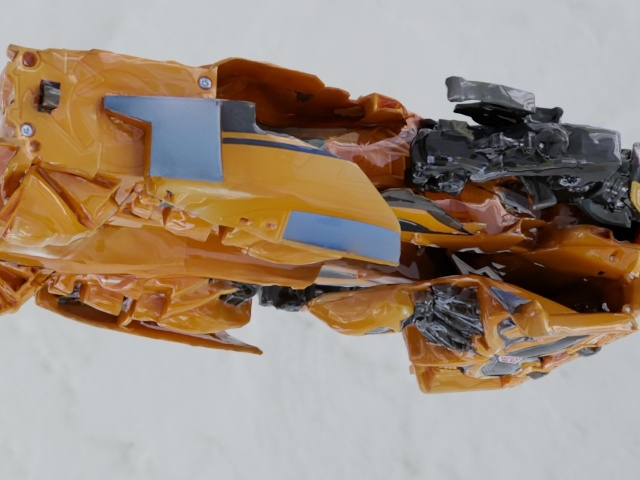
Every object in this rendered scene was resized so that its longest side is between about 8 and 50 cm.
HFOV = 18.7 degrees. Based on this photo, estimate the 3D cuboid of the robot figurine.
[{"bbox_3d":[0.000,0.000,0.759,0.211,0.291,0.085,143,-47,-62],"label":"robot figurine"}]
